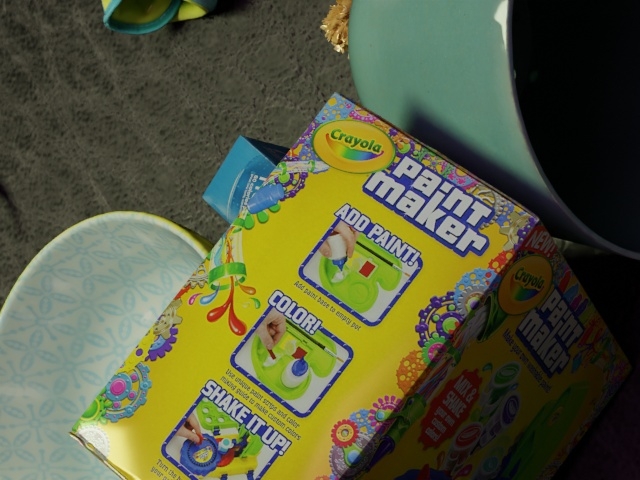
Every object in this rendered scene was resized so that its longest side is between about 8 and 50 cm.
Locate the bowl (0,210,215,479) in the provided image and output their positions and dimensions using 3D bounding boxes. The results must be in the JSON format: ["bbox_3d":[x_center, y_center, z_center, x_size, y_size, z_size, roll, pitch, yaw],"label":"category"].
[{"bbox_3d":[-0.128,0.128,1.400,0.289,0.156,0.289,-7,78,35],"label":"bowl"}]

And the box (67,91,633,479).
[{"bbox_3d":[0.035,0.105,1.140,0.177,0.290,0.279,34,84,31],"label":"box"}]

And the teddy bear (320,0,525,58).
[{"bbox_3d":[0.079,-0.305,1.353,0.245,0.113,0.338,18,93,35],"label":"teddy bear"}]

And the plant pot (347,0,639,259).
[{"bbox_3d":[0.159,-0.142,1.166,0.235,0.293,0.293,8,87,54],"label":"plant pot"}]

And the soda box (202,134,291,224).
[{"bbox_3d":[0.000,0.000,1.380,0.210,0.071,0.067,42,107,34],"label":"soda box"}]

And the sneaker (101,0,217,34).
[{"bbox_3d":[-0.189,-0.310,1.545,0.319,0.127,0.208,31,99,37],"label":"sneaker"}]
